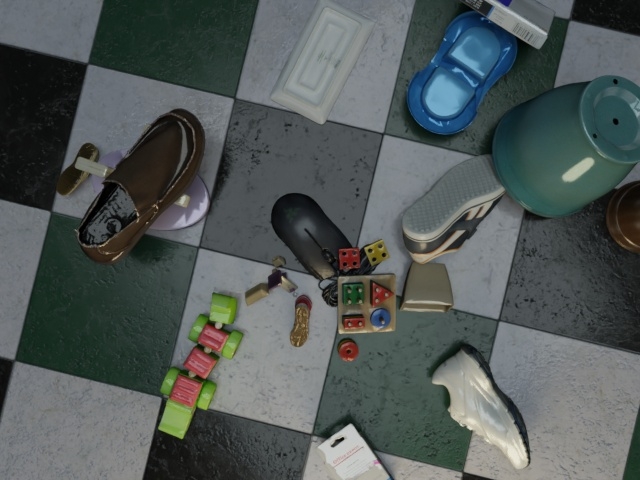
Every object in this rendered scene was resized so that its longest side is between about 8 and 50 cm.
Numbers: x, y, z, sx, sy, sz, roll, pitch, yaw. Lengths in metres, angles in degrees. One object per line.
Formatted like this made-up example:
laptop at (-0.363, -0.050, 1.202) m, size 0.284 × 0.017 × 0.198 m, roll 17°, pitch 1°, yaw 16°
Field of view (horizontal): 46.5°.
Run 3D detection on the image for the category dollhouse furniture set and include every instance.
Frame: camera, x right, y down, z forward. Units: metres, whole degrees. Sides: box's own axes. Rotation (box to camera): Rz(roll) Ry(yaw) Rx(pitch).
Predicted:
dollhouse furniture set at (-0.111, 0.109, 1.707) m, size 0.114 × 0.091 × 0.081 m, roll -31°, pitch 131°, yaw 22°

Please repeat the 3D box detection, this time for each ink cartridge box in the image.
ink cartridge box at (0.079, 0.504, 1.666) m, size 0.104 × 0.061 × 0.181 m, roll -34°, pitch 89°, yaw 0°
ink cartridge box at (0.414, -0.515, 1.640) m, size 0.206 × 0.208 × 0.045 m, roll 32°, pitch 126°, yaw 3°

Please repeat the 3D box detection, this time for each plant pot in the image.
plant pot at (0.235, 0.103, 1.655) m, size 0.108 × 0.109 × 0.096 m, roll 2°, pitch 77°, yaw 1°
plant pot at (0.732, -0.056, 1.614) m, size 0.166 × 0.165 × 0.167 m, roll 0°, pitch 89°, yaw 0°
plant pot at (0.536, -0.209, 1.537) m, size 0.271 × 0.255 × 0.272 m, roll 4°, pitch 76°, yaw -16°

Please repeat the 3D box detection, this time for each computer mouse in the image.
computer mouse at (0.000, 0.000, 1.675) m, size 0.272 × 0.072 × 0.188 m, roll 44°, pitch 91°, yaw 2°

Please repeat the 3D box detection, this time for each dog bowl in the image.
dog bowl at (0.312, -0.370, 1.677) m, size 0.166 × 0.074 × 0.297 m, roll 35°, pitch 89°, yaw 2°

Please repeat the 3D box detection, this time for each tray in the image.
tray at (0.004, -0.416, 1.706) m, size 0.145 × 0.030 × 0.270 m, roll 27°, pitch 89°, yaw 1°

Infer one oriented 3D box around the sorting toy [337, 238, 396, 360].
sorting toy at (0.106, 0.136, 1.658) m, size 0.132 × 0.046 × 0.275 m, roll -2°, pitch 101°, yaw -7°

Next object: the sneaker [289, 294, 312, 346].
sneaker at (-0.043, 0.180, 1.692) m, size 0.042 × 0.067 × 0.119 m, roll 10°, pitch 119°, yaw -1°

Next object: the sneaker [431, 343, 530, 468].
sneaker at (0.362, 0.379, 1.657) m, size 0.129 × 0.111 × 0.297 m, roll -34°, pitch 84°, yaw 16°

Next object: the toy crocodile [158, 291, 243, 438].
toy crocodile at (-0.268, 0.277, 1.657) m, size 0.115 × 0.105 × 0.341 m, roll 26°, pitch 90°, yaw 2°

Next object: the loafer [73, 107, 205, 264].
loafer at (-0.360, -0.105, 1.495) m, size 0.133 × 0.130 × 0.366 m, roll 33°, pitch 90°, yaw 3°

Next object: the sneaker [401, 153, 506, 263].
sneaker at (0.303, -0.071, 1.653) m, size 0.321 × 0.127 × 0.126 m, roll -34°, pitch 52°, yaw -22°

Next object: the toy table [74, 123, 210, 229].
toy table at (-0.390, -0.122, 1.643) m, size 0.274 × 0.161 × 0.252 m, roll 7°, pitch 89°, yaw 2°

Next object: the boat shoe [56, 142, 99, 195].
boat shoe at (-0.549, -0.158, 1.703) m, size 0.050 × 0.045 × 0.135 m, roll 35°, pitch 87°, yaw 12°
